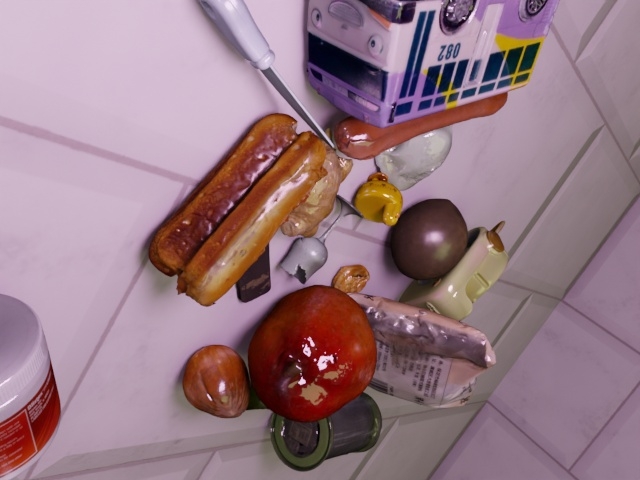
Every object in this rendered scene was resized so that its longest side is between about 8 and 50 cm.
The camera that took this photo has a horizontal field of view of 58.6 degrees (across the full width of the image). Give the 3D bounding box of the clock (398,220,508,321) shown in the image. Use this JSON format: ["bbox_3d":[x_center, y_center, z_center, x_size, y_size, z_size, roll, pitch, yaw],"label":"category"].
[{"bbox_3d":[0.384,0.088,1.562,0.348,0.117,0.286,-44,-179,-22],"label":"clock"}]

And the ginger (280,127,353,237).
[{"bbox_3d":[-0.012,-0.105,1.067,0.157,0.102,0.216,4,108,-54],"label":"ginger"}]

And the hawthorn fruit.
[{"bbox_3d":[-0.024,0.253,1.229,0.311,0.294,0.295,-50,157,-51],"label":"hawthorn fruit"}]

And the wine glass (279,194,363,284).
[{"bbox_3d":[0.000,0.000,1.200,0.195,0.079,0.079,-51,145,-1],"label":"wine glass"}]

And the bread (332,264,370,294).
[{"bbox_3d":[0.075,0.100,1.407,0.110,0.044,0.083,1,123,-51],"label":"bread"}]

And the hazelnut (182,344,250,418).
[{"bbox_3d":[-0.208,0.297,1.190,0.150,0.150,0.150,-29,140,-27],"label":"hazelnut"}]

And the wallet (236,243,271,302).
[{"bbox_3d":[-0.136,0.061,1.159,0.082,0.018,0.157,-26,140,-29],"label":"wallet"}]

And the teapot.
[{"bbox_3d":[0.043,0.500,1.632,0.337,0.200,0.271,17,91,-55],"label":"teapot"}]

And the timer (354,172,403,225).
[{"bbox_3d":[0.126,-0.075,1.236,0.107,0.107,0.109,73,28,-51],"label":"timer"}]

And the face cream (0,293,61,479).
[{"bbox_3d":[-0.465,0.201,0.763,0.201,0.201,0.187,-21,136,-35],"label":"face cream"}]

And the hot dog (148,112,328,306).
[{"bbox_3d":[-0.129,-0.052,0.951,0.349,0.158,0.117,-51,159,-5],"label":"hot dog"}]

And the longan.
[{"bbox_3d":[0.269,-0.003,1.405,0.212,0.198,0.198,-43,145,-10],"label":"longan"}]

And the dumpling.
[{"bbox_3d":[0.213,-0.203,1.222,0.152,0.108,0.219,2,116,-49],"label":"dumpling"}]

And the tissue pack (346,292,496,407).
[{"bbox_3d":[0.226,0.281,1.435,0.376,0.389,0.195,76,36,-59],"label":"tissue pack"}]

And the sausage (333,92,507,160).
[{"bbox_3d":[0.200,-0.245,1.110,0.418,0.094,0.094,-24,144,-26],"label":"sausage"}]

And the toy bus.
[{"bbox_3d":[0.187,-0.350,0.969,0.439,0.209,0.250,-23,138,-35],"label":"toy bus"}]

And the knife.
[{"bbox_3d":[-0.074,-0.253,0.864,0.044,0.080,0.331,-49,137,-6],"label":"knife"}]

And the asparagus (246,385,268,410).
[{"bbox_3d":[-0.059,0.300,1.420,0.343,0.082,0.085,-43,105,-12],"label":"asparagus"}]
